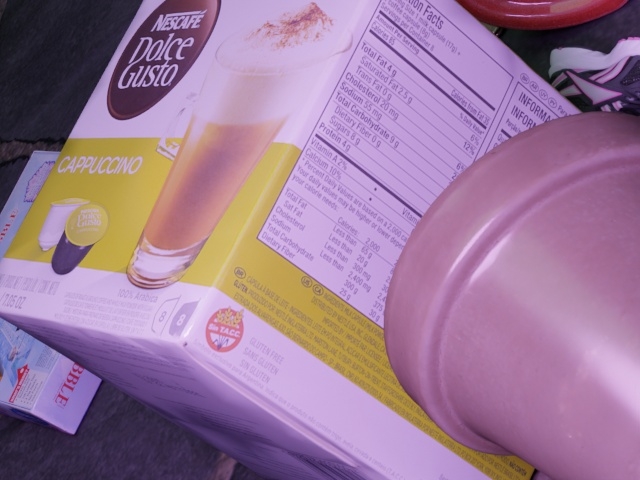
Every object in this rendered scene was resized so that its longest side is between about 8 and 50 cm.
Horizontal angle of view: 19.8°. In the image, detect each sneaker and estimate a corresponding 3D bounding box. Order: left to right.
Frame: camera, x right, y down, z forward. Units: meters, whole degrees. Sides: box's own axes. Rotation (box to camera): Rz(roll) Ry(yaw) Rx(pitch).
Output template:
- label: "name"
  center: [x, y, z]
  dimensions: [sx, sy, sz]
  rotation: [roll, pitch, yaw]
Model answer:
- label: "sneaker"
  center: [0.251, -0.118, 1.522]
  dimensions: [0.178, 0.072, 0.077]
  rotation: [1, 73, 63]

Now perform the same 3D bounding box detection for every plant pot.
- label: "plant pot"
  center: [0.210, 0.079, 1.226]
  dimensions: [0.263, 0.263, 0.229]
  rotation: [-50, 45, 8]

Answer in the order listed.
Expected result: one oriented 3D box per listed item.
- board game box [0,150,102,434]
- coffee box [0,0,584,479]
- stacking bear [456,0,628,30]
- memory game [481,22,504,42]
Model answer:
- label: "board game box"
  center: [-0.304, 0.049, 2.091]
  dimensions: [0.318, 0.066, 0.319]
  rotation: [6, 66, 55]
- label: "coffee box"
  center: [0.000, 0.000, 1.469]
  dimensions: [0.337, 0.338, 0.334]
  rotation: [6, 65, 55]
- label: "stacking bear"
  center: [0.201, -0.343, 1.716]
  dimensions: [0.164, 0.175, 0.289]
  rotation: [-22, 34, 32]
- label: "memory game"
  center: [0.110, -0.159, 1.787]
  dimensions: [0.186, 0.012, 0.186]
  rotation: [-35, 36, 30]
